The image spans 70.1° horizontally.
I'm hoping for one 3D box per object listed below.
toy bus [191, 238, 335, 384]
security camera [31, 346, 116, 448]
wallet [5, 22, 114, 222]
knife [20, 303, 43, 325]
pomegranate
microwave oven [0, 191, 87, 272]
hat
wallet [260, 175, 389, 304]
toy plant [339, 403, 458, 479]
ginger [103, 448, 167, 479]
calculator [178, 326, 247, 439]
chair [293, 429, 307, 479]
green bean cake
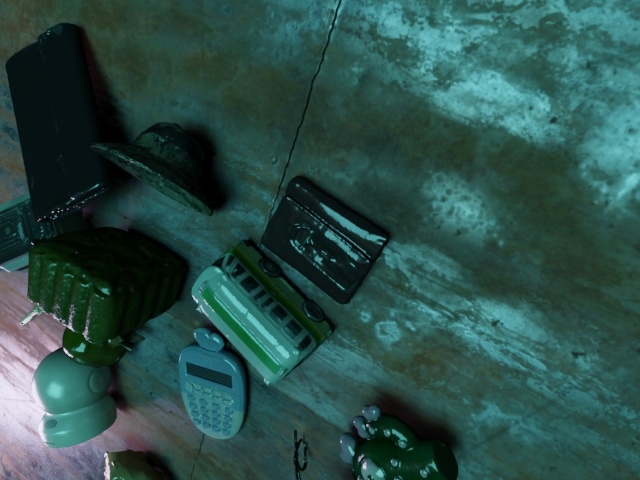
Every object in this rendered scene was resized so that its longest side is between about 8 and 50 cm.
[{"bbox_3d":[-0.125,0.142,0.918,0.276,0.165,0.133,44,115,8],"label":"toy bus"},{"bbox_3d":[-0.663,0.399,1.217,0.195,0.195,0.236,-7,98,26],"label":"security camera"},{"bbox_3d":[-0.589,-0.261,1.019,0.229,0.062,0.405,-22,79,22],"label":"wallet"},{"bbox_3d":[-0.830,0.207,1.337,0.207,0.014,0.030,-34,86,27],"label":"knife"},{"bbox_3d":[-0.542,0.244,1.147,0.191,0.152,0.131,-20,56,24],"label":"pomegranate"},{"bbox_3d":[-0.701,-0.022,1.113,0.208,0.122,0.162,-21,79,9],"label":"microwave oven"},{"bbox_3d":[-0.306,-0.166,0.927,0.266,0.265,0.128,29,82,15],"label":"hat"},{"bbox_3d":[0.000,0.000,0.892,0.229,0.049,0.181,36,118,14],"label":"wallet"},{"bbox_3d":[0.145,0.446,0.900,0.233,0.113,0.243,37,126,17],"label":"toy plant"},{"bbox_3d":[-0.495,0.676,1.242,0.138,0.152,0.267,-36,81,-2],"label":"ginger"},{"bbox_3d":[-0.260,0.348,1.101,0.189,0.042,0.302,10,108,23],"label":"calculator"},{"bbox_3d":[0.038,0.547,0.905,0.170,0.159,0.325,-11,58,5],"label":"chair"},{"bbox_3d":[-0.466,0.080,1.007,0.247,0.250,0.156,27,113,17],"label":"green bean cake"}]
